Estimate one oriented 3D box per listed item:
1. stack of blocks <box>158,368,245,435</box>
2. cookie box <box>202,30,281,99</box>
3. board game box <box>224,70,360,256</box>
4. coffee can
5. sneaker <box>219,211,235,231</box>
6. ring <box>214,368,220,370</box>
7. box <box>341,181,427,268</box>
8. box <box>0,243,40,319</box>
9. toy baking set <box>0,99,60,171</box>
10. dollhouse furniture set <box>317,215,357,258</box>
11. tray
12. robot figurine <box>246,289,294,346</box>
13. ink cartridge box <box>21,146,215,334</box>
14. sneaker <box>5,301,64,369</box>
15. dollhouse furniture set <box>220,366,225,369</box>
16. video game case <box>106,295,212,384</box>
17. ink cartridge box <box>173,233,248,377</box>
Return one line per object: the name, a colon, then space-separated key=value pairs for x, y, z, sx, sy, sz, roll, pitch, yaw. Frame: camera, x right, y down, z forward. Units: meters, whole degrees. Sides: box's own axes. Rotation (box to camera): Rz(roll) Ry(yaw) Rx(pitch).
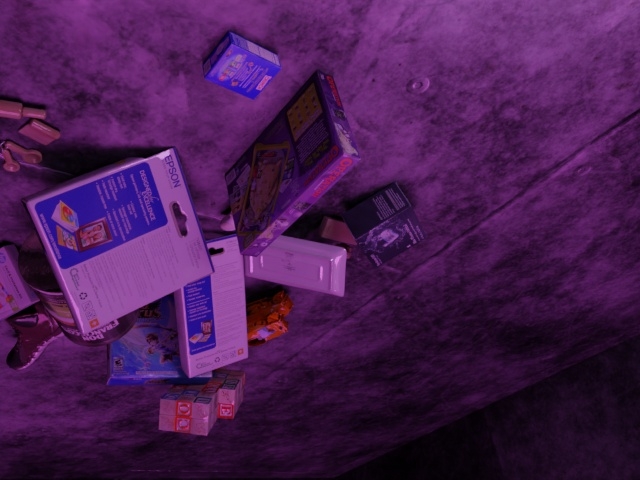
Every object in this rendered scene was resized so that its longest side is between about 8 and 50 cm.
stack of blocks: x=-0.319 y=0.438 z=1.792 sx=0.171 sy=0.087 sz=0.297 roll=5 pitch=-175 yaw=3
cookie box: x=-0.140 y=-0.309 z=1.152 sx=0.107 sy=0.040 sz=0.092 roll=17 pitch=137 yaw=-38
board game box: x=-0.070 y=-0.142 z=1.282 sx=0.056 sy=0.208 sz=0.347 roll=15 pitch=139 yaw=-36
coffee can: x=-0.549 y=0.099 z=1.501 sx=0.202 sy=0.201 sz=0.275 roll=-8 pitch=147 yaw=-6
sneaker: x=-0.179 y=-0.082 z=1.493 sx=0.161 sy=0.057 sz=0.075 roll=-25 pitch=129 yaw=22
ring: x=-0.426 y=0.360 z=1.943 sx=0.337 sy=0.032 sz=0.336 roll=3 pitch=177 yaw=0
box: x=0.160 y=-0.035 z=1.600 sx=0.158 sy=0.093 sz=0.156 roll=-31 pitch=142 yaw=6
box: x=-0.759 y=0.112 z=1.511 sx=0.186 sy=0.145 sz=0.038 roll=-25 pitch=-179 yaw=19
toy baking set: x=-0.619 y=-0.191 z=1.184 sx=0.256 sy=0.030 sz=0.196 roll=8 pitch=143 yaw=-29
dollhouse furniture set: x=0.000 y=0.000 z=1.696 sx=0.144 sy=0.123 sz=0.151 roll=12 pitch=105 yaw=-34
tray: x=-0.071 y=0.060 z=1.600 sx=0.271 sy=0.030 sz=0.145 roll=11 pitch=121 yaw=15
robot figurine: x=-0.224 y=0.249 z=1.883 sx=0.291 sy=0.211 sz=0.085 roll=-21 pitch=113 yaw=14
ink cartridge box: x=-0.403 y=-0.005 z=1.334 sx=0.307 sy=0.072 sz=0.303 roll=-27 pitch=118 yaw=-29
sneaker: x=-0.806 y=0.238 z=1.742 sx=0.281 sy=0.106 sz=0.163 roll=-39 pitch=135 yaw=20
dollhouse furniture set: x=-0.399 y=0.413 z=2.134 sx=0.161 sy=0.101 sz=0.182 roll=4 pitch=144 yaw=-24
video game case: x=-0.439 y=0.267 z=1.759 sx=0.270 sy=0.244 sz=0.061 roll=6 pitch=144 yaw=-27
ink cartridge box: x=-0.282 y=0.161 z=1.663 sx=0.176 sy=0.069 sz=0.370 roll=-15 pitch=118 yaw=-32
